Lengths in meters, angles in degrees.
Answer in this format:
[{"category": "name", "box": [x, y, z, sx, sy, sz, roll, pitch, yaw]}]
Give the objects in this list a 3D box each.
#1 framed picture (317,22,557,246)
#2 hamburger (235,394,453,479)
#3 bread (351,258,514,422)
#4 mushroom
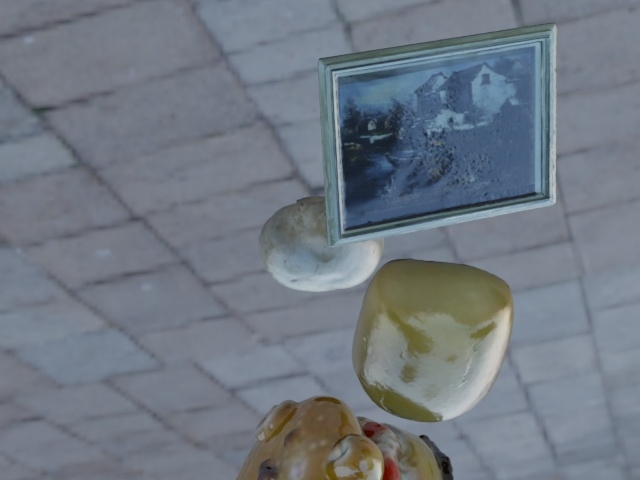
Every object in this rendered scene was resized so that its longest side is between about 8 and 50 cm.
[{"category": "framed picture", "box": [0.143, -0.119, 1.831, 0.296, 0.232, 0.019, -12, -155, -16]}, {"category": "hamburger", "box": [0.006, 0.302, 1.756, 0.186, 0.261, 0.303, 30, 166, -25]}, {"category": "bread", "box": [0.103, 0.105, 1.510, 0.147, 0.098, 0.217, 5, 150, 2]}, {"category": "mushroom", "box": [0.000, 0.000, 2.101, 0.166, 0.127, 0.166, -5, 165, -1]}]
